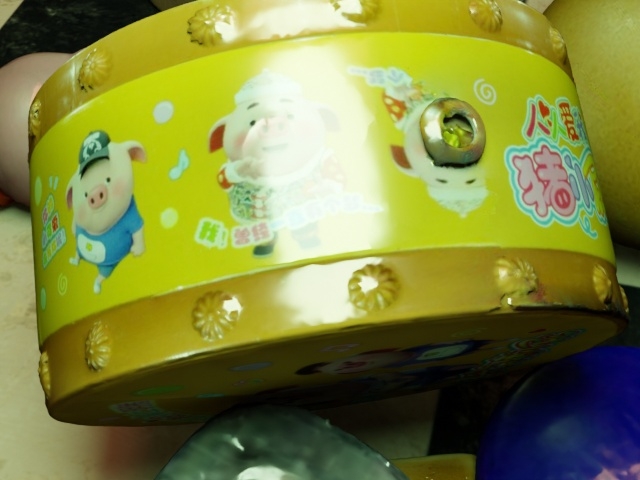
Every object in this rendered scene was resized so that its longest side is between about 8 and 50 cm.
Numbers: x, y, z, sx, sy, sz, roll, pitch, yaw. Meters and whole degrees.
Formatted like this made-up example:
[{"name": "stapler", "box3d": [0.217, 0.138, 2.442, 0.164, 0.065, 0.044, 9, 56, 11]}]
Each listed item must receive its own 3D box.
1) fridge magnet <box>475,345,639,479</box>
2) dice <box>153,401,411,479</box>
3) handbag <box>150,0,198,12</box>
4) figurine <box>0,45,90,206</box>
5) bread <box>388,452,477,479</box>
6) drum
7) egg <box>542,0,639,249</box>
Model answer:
[{"name": "fridge magnet", "box3d": [0.253, 0.201, 0.768, 0.266, 0.112, 0.265, 0, 50, 0]}, {"name": "dice", "box3d": [-0.032, 0.239, 0.695, 0.181, 0.183, 0.182, 27, 54, 21]}, {"name": "handbag", "box3d": [-0.159, -0.335, 1.242, 0.072, 0.151, 0.193, -25, 53, -23]}, {"name": "figurine", "box3d": [-0.276, -0.117, 1.032, 0.173, 0.173, 0.173, 0, 48, 1]}, {"name": "bread", "box3d": [0.086, 0.210, 0.807, 0.103, 0.049, 0.062, -5, 40, -2]}, {"name": "drum", "box3d": [0.000, 0.000, 0.721, 0.431, 0.431, 0.214, -7, 74, -5]}, {"name": "egg", "box3d": [0.336, -0.131, 0.949, 0.283, 0.282, 0.351, -9, 33, -7]}]
